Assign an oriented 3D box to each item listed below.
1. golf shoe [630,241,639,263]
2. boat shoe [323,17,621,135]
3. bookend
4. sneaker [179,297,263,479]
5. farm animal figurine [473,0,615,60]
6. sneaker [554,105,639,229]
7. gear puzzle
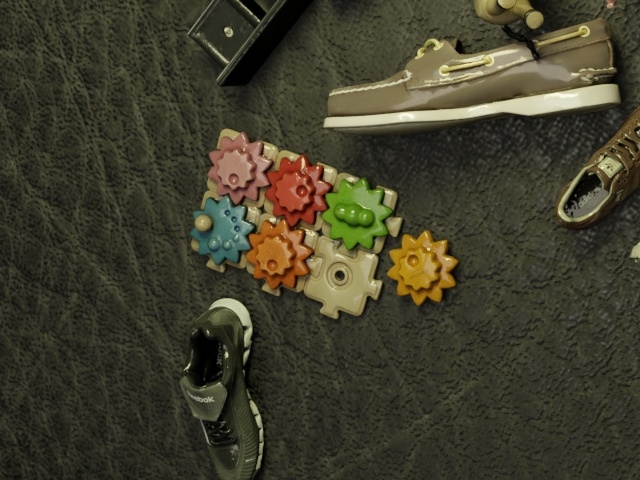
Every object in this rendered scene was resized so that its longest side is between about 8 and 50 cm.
[{"bbox_3d":[0.416,-0.004,1.508,0.176,0.069,0.086,0,77,20],"label":"golf shoe"},{"bbox_3d":[0.157,-0.172,1.559,0.324,0.116,0.096,-5,90,19],"label":"boat shoe"},{"bbox_3d":[-0.108,-0.289,1.676,0.157,0.072,0.156,46,111,12],"label":"bookend"},{"bbox_3d":[-0.125,0.191,1.727,0.078,0.106,0.234,-1,96,24],"label":"sneaker"},{"bbox_3d":[0.227,-0.404,1.447,0.330,0.172,0.327,-41,106,4],"label":"farm animal figurine"},{"bbox_3d":[0.321,-0.080,1.522,0.066,0.071,0.188,43,111,13],"label":"sneaker"},{"bbox_3d":[0.000,0.000,1.682,0.339,0.044,0.175,21,104,19],"label":"gear puzzle"}]
